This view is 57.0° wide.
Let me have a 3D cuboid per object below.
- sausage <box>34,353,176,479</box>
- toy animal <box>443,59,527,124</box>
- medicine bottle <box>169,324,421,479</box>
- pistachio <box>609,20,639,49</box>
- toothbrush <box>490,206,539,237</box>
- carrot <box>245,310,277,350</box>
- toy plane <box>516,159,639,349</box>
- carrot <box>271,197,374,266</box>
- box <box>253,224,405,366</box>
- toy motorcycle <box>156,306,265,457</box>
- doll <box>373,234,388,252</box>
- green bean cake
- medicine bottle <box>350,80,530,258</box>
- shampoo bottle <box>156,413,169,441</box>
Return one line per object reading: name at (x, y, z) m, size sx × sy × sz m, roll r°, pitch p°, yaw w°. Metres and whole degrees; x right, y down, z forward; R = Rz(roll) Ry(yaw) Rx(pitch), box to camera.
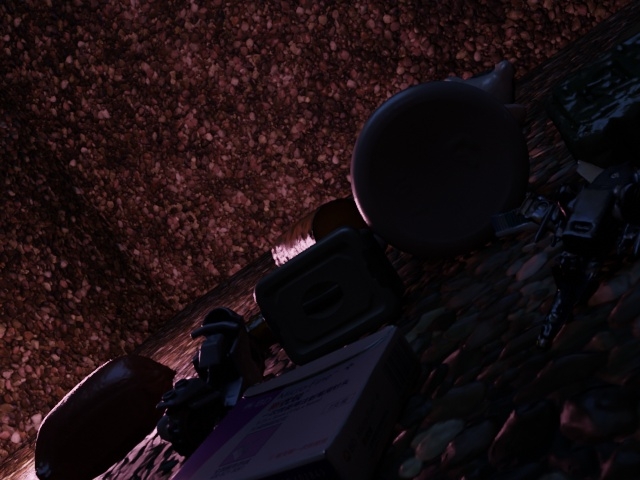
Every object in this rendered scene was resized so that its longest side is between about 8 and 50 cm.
sausage at (-0.346, 0.283, 0.954) m, size 0.254 × 0.148 × 0.148 m, roll -37°, pitch 6°, yaw 1°
toy animal at (0.329, -0.277, 1.379) m, size 0.289 × 0.174 × 0.249 m, roll -35°, pitch 17°, yaw -5°
medicine bottle at (-0.025, 0.161, 0.486) m, size 0.201 × 0.052 × 0.171 m, roll -30°, pitch 7°, yaw 33°
pistachio at (0.407, -0.210, 0.715) m, size 0.185 × 0.126 × 0.108 m, roll -35°, pitch -34°, yaw 18°
toothbrush at (0.269, -0.042, 0.537) m, size 0.030 × 0.030 × 0.304 m, roll -39°, pitch 9°, yaw -29°
carrot at (-0.032, 0.096, 0.949) m, size 0.260 × 0.070 × 0.070 m, roll -37°, pitch 6°, yaw -5°
toy plane at (0.196, -0.001, 0.433) m, size 0.135 × 0.062 × 0.188 m, roll 9°, pitch 42°, yaw 44°
carrot at (-0.021, 0.005, 0.903) m, size 0.102 × 0.102 × 0.263 m, roll -39°, pitch 9°, yaw -26°
box at (0.018, 0.062, 0.729) m, size 0.172 × 0.124 × 0.093 m, roll -32°, pitch -3°, yaw 25°
toy motorcycle at (-0.128, 0.161, 0.730) m, size 0.080 × 0.123 × 0.215 m, roll -16°, pitch 14°, yaw 24°
doll at (0.082, 0.019, 1.030) m, size 0.083 × 0.050 × 0.076 m, roll -33°, pitch 10°, yaw 8°
green bean cake at (0.334, -0.145, 0.595) m, size 0.183 × 0.094 × 0.185 m, roll -32°, pitch 18°, yaw 24°
medicine bottle at (0.150, -0.108, 0.834) m, size 0.208 × 0.208 × 0.340 m, roll -35°, pitch 6°, yaw 10°
shampoo bottle at (-0.185, 0.240, 0.824) m, size 0.072 × 0.043 × 0.099 m, roll -34°, pitch 7°, yaw 22°
